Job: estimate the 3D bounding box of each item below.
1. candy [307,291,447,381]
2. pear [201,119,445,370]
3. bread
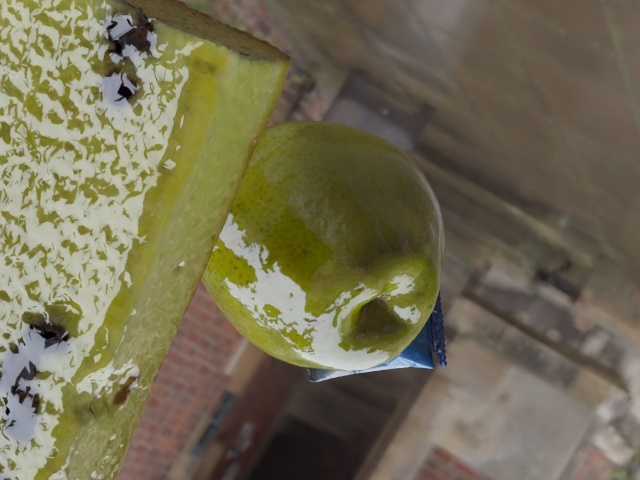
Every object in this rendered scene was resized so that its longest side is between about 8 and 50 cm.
[{"bbox_3d":[0.045,0.083,1.328,0.136,0.088,0.038,-7,153,7],"label":"candy"},{"bbox_3d":[0.000,-0.001,1.073,0.198,0.198,0.198,31,177,2],"label":"pear"},{"bbox_3d":[-0.149,0.045,0.731,0.138,0.361,0.077,28,-167,19],"label":"bread"}]
